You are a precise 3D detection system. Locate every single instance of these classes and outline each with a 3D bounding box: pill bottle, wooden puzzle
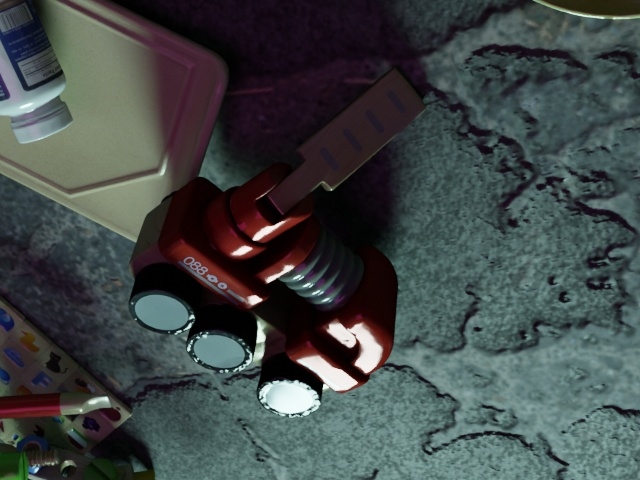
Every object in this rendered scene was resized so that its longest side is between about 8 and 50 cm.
[{"bbox_3d":[-0.250,-0.144,0.784,0.067,0.067,0.120,-9,115,26],"label":"pill bottle"},{"bbox_3d":[-0.203,-0.118,0.849,0.239,0.044,0.221,30,128,7],"label":"wooden puzzle"}]

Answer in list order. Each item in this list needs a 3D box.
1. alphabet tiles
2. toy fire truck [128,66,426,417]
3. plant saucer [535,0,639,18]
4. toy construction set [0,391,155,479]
[{"bbox_3d":[-0.355,0.164,1.108,0.237,0.009,0.198,44,127,-8],"label":"alphabet tiles"},{"bbox_3d":[0.000,0.000,0.785,0.246,0.158,0.217,-32,122,34],"label":"toy fire truck"},{"bbox_3d":[0.191,-0.260,0.597,0.241,0.037,0.240,10,124,16],"label":"plant saucer"},{"bbox_3d":[-0.229,0.300,1.039,0.237,0.257,0.308,-5,117,0],"label":"toy construction set"}]
